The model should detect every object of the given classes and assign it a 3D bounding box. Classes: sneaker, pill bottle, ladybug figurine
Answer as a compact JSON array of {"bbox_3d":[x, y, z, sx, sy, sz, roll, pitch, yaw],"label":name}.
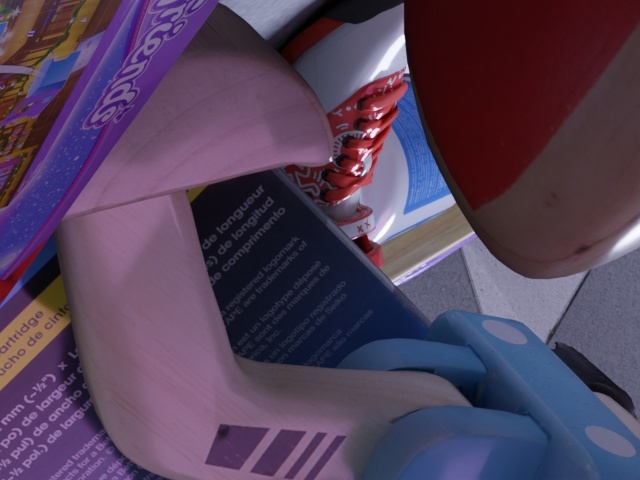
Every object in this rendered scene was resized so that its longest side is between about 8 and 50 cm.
[{"bbox_3d":[0.014,-0.053,0.981,0.270,0.145,0.090,-37,174,39],"label":"sneaker"},{"bbox_3d":[0.025,-0.055,1.162,0.124,0.124,0.221,-35,174,29],"label":"pill bottle"},{"bbox_3d":[0.161,-0.153,0.595,0.305,0.162,0.449,-50,179,-35],"label":"ladybug figurine"}]

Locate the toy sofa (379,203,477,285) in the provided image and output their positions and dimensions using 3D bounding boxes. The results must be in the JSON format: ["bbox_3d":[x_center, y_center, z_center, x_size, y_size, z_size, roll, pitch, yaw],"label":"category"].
[{"bbox_3d":[0.000,0.000,1.406,0.363,0.150,0.177,-30,173,-30],"label":"toy sofa"}]

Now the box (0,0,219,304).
[{"bbox_3d":[-0.144,-0.027,0.478,0.201,0.057,0.293,-26,162,-52],"label":"box"}]

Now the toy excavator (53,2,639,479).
[{"bbox_3d":[0.021,0.125,0.765,0.445,0.222,0.432,9,113,-30],"label":"toy excavator"}]

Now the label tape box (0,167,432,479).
[{"bbox_3d":[-0.112,0.046,0.821,0.249,0.115,0.348,-45,133,1],"label":"label tape box"}]
